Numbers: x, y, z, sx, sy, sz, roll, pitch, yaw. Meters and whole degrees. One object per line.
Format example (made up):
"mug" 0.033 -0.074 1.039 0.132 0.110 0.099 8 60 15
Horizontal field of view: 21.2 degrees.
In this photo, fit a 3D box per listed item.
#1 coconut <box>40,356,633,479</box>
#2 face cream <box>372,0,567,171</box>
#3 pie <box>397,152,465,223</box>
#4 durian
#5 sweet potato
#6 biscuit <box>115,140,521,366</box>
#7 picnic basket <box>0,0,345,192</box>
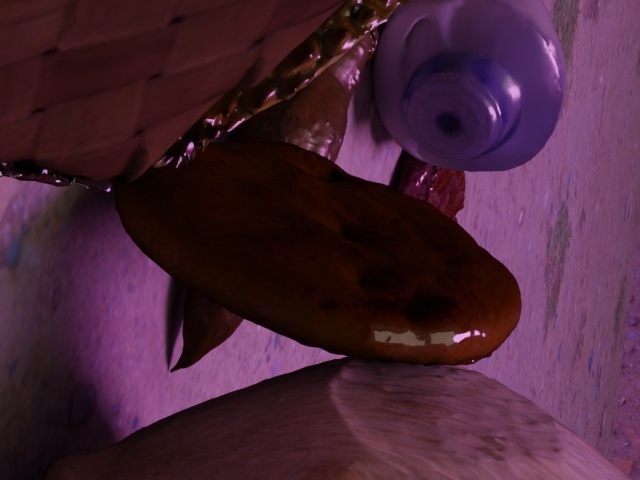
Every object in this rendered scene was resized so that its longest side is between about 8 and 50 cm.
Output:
"coconut" 0.011 0.227 0.786 0.346 0.360 0.346 -52 174 -8
"face cream" 0.133 -0.204 1.320 0.420 0.137 0.234 -73 161 -51
"pie" 0.085 -0.009 1.363 0.154 0.036 0.154 10 90 -73
"durian" -0.029 -0.117 0.846 0.252 0.144 0.139 -66 176 -51
"sweet potato" -0.024 -0.048 0.968 0.067 0.067 0.273 67 43 -59
"biscuit" 0.000 0.000 0.835 0.036 0.212 0.212 -69 167 19
"picnic basket" -0.080 -0.208 0.440 0.293 0.337 0.337 1 97 -65
